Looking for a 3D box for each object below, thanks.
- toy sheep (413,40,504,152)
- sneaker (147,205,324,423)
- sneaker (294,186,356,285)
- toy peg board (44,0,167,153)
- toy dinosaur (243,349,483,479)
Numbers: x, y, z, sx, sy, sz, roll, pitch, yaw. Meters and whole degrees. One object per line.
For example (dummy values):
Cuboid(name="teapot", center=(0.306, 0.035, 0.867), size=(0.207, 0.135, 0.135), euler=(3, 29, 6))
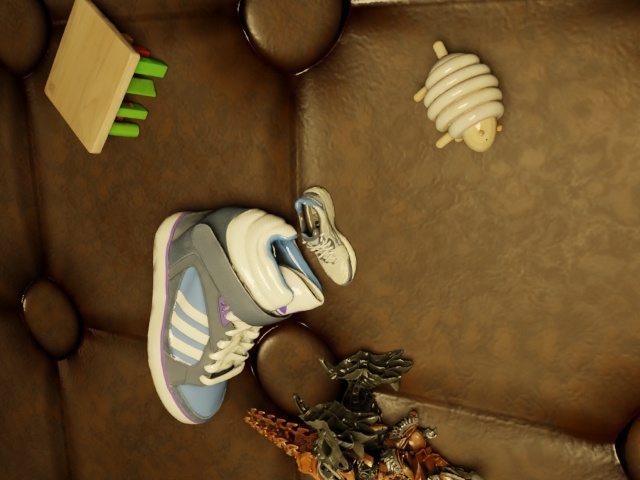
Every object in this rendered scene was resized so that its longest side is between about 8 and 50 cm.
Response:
Cuboid(name="toy sheep", center=(0.151, -0.156, 0.674), size=(0.091, 0.091, 0.132), euler=(-31, 83, 29))
Cuboid(name="sneaker", center=(-0.107, 0.115, 0.844), size=(0.236, 0.130, 0.323), euler=(3, 99, 30))
Cuboid(name="sneaker", center=(0.000, 0.000, 0.803), size=(0.052, 0.058, 0.135), euler=(-23, 93, 29))
Cuboid(name="toy peg board", center=(-0.307, -0.235, 0.897), size=(0.161, 0.079, 0.161), euler=(47, 119, 26))
Cuboid(name="toy dinosaur", center=(0.046, 0.278, 0.809), size=(0.321, 0.164, 0.218), euler=(-2, 120, 5))
